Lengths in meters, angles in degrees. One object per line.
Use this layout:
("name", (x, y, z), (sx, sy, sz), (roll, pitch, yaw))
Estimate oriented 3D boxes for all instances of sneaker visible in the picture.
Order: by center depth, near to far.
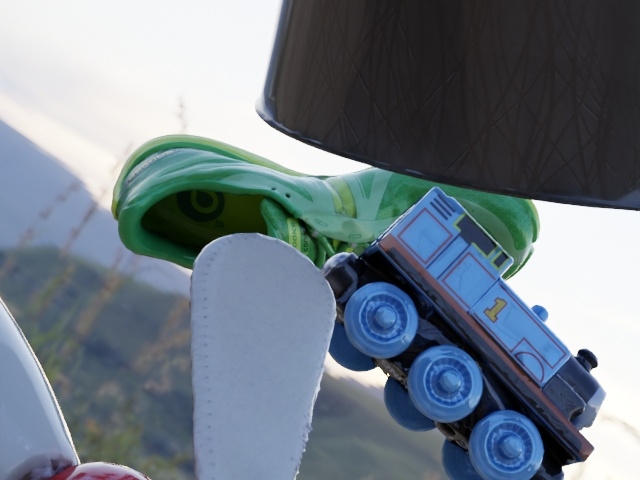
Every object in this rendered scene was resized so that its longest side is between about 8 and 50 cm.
("sneaker", (0.000, 0.000, 1.087), (0.295, 0.109, 0.123), (5, 27, 5))

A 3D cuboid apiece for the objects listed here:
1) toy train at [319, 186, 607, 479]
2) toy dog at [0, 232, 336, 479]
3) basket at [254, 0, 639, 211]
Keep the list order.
("toy train", (0.083, 0.062, 0.898), (0.184, 0.105, 0.080), (46, -17, 0))
("toy dog", (-0.099, 0.069, 0.505), (0.334, 0.220, 0.161), (48, 7, 16))
("basket", (0.071, -0.144, 0.532), (0.154, 0.227, 0.204), (-4, 17, -34))
